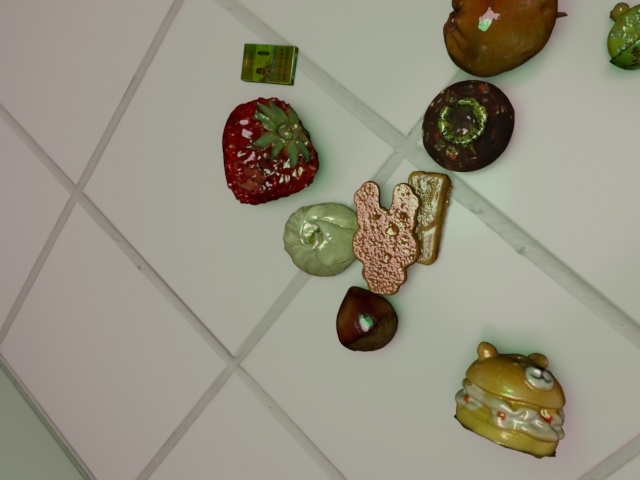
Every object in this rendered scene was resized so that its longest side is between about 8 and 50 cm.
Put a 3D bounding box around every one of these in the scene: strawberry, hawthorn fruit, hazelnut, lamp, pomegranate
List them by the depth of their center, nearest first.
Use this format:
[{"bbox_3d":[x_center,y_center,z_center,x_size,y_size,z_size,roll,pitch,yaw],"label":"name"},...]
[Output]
[{"bbox_3d":[0.759,-0.487,1.080,0.122,0.143,0.169,9,56,-10],"label":"pomegranate"},{"bbox_3d":[0.465,-0.548,1.126,0.298,0.277,0.277,0,96,0],"label":"hawthorn fruit"},{"bbox_3d":[0.384,-0.301,1.199,0.247,0.247,0.247,2,96,23],"label":"lamp"},{"bbox_3d":[0.133,0.232,1.384,0.208,0.208,0.208,2,96,23],"label":"hazelnut"},{"bbox_3d":[-0.178,-0.251,1.446,0.317,0.295,0.345,43,144,-4],"label":"strawberry"}]

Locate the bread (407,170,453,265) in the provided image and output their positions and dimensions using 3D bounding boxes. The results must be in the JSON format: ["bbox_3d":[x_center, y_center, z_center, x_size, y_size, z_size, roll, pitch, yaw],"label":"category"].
[{"bbox_3d":[0.305,-0.067,1.334,0.139,0.077,0.271,11,100,22],"label":"bread"}]

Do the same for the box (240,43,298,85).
[{"bbox_3d":[-0.172,-0.585,1.510,0.193,0.030,0.121,13,100,22],"label":"box"}]

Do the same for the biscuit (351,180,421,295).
[{"bbox_3d":[0.189,-0.006,1.324,0.202,0.047,0.334,3,97,21],"label":"biscuit"}]

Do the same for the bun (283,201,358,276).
[{"bbox_3d":[0.000,0.000,1.429,0.259,0.160,0.259,3,99,21],"label":"bun"}]

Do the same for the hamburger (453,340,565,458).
[{"bbox_3d":[0.511,0.409,1.207,0.276,0.276,0.237,13,88,21],"label":"hamburger"}]
